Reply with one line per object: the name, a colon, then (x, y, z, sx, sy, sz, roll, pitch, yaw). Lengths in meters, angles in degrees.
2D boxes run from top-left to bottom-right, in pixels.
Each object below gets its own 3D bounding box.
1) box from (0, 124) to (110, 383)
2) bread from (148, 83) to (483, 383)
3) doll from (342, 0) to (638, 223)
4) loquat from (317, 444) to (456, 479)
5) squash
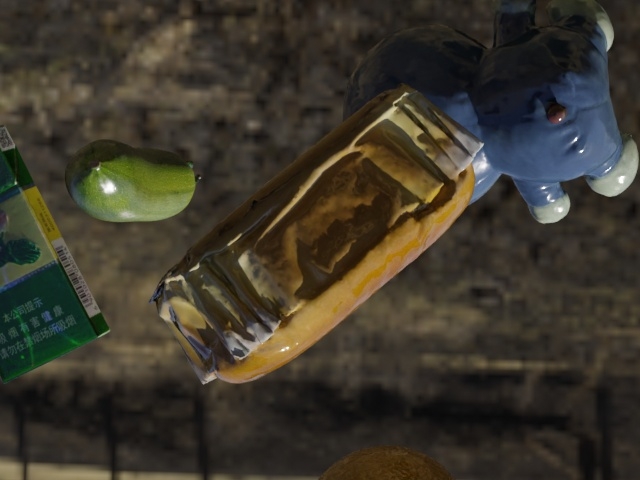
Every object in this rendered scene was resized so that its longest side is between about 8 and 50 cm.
box: (-0.320, 0.015, 1.879, 0.132, 0.235, 0.034, -25, -178, 26)
bread: (0.000, 0.000, 1.316, 0.241, 0.107, 0.136, -39, 179, -19)
doll: (0.151, -0.117, 1.740, 0.258, 0.228, 0.154, -6, -165, 25)
loquat: (0.077, 0.316, 1.905, 0.208, 0.208, 0.208, 1, 172, 0)
squash: (-0.160, -0.048, 1.559, 0.069, 0.069, 0.258, 0, 179, 12)
